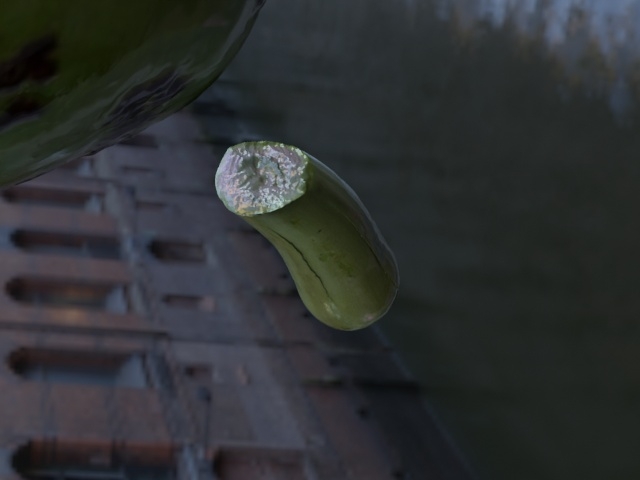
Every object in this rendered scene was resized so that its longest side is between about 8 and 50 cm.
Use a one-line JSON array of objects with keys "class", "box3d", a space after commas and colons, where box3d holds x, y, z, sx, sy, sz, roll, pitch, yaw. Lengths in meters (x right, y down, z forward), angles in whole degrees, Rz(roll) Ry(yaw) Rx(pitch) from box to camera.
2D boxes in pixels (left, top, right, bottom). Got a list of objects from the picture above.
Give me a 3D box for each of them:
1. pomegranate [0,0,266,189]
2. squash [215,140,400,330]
[{"class": "pomegranate", "box3d": [-0.108, -0.129, 0.483, 0.291, 0.323, 0.291, 13, -90, -71]}, {"class": "squash", "box3d": [0.000, 0.000, 1.162, 0.250, 0.083, 0.083, 53, -148, -61]}]
